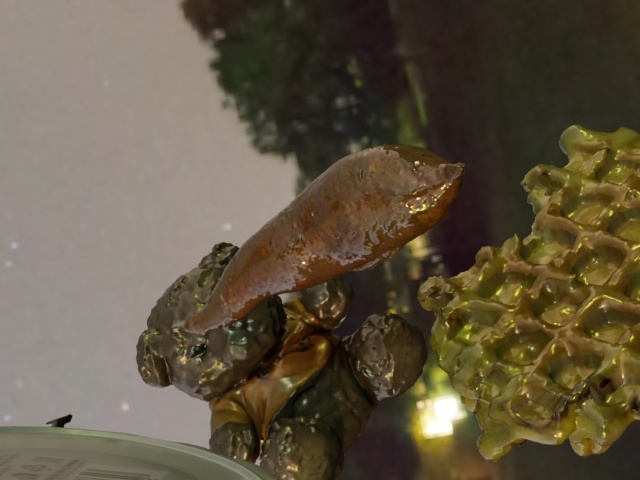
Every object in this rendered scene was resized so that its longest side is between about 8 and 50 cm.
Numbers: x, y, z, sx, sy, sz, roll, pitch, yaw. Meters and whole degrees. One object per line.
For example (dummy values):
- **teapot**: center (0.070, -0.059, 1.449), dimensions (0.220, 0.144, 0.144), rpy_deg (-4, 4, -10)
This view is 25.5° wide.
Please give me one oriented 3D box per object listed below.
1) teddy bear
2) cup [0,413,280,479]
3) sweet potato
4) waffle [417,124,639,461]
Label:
- **teddy bear**: center (-0.042, 0.095, 1.071), dimensions (0.190, 0.177, 0.140), rpy_deg (40, 156, -7)
- **cup**: center (-0.101, 0.155, 0.348), dimensions (0.167, 0.221, 0.202), rpy_deg (-21, -64, -76)
- **sweet potato**: center (0.003, -0.005, 0.846), dimensions (0.068, 0.226, 0.068), rpy_deg (36, -142, -34)
- **waffle**: center (0.206, 0.026, 0.950), dimensions (0.301, 0.281, 0.058), rpy_deg (-64, -37, -41)
